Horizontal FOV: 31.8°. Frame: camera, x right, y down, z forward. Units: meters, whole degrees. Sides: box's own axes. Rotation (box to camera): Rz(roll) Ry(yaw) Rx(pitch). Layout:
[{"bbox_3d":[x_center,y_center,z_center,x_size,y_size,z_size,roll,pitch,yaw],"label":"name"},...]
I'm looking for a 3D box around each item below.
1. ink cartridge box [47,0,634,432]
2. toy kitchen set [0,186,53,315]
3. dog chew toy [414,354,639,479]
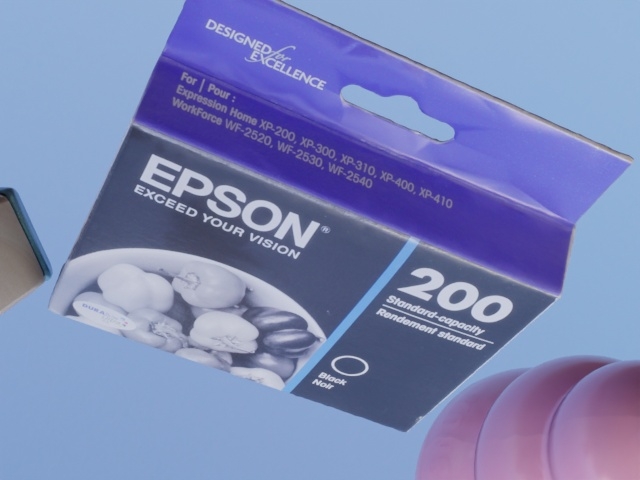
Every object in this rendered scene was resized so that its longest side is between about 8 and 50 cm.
[{"bbox_3d":[0.000,0.000,0.518,0.206,0.208,0.045,21,-133,-13],"label":"ink cartridge box"},{"bbox_3d":[-0.186,-0.093,0.592,0.122,0.207,0.166,5,-146,40],"label":"toy kitchen set"},{"bbox_3d":[0.198,0.181,0.861,0.207,0.332,0.206,4,-111,-11],"label":"dog chew toy"}]
